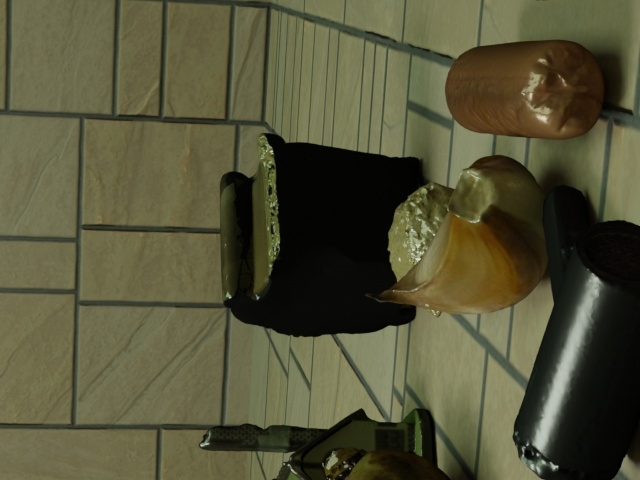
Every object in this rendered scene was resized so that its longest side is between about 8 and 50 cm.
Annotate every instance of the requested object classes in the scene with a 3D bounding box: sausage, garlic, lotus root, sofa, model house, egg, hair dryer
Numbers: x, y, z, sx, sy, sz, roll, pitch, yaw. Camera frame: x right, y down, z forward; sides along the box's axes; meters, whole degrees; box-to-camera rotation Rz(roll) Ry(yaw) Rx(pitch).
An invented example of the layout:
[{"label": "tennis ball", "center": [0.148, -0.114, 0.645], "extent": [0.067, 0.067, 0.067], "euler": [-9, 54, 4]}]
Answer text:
[{"label": "sausage", "center": [0.176, -0.135, 1.211], "extent": [0.289, 0.086, 0.086], "euler": [-145, 57, -79]}, {"label": "garlic", "center": [0.152, 0.009, 1.252], "extent": [0.128, 0.115, 0.207], "euler": [-41, -10, -39]}, {"label": "lotus root", "center": [0.097, 0.329, 1.436], "extent": [0.314, 0.141, 0.169], "euler": [-125, 34, -58]}, {"label": "sofa", "center": [0.000, 0.000, 1.711], "extent": [0.182, 0.258, 0.200], "euler": [137, 135, -57]}, {"label": "model house", "center": [-0.012, 0.323, 1.663], "extent": [0.205, 0.278, 0.218], "euler": [111, 160, -66]}, {"label": "egg", "center": [0.125, 0.007, 1.389], "extent": [0.140, 0.116, 0.118], "euler": [82, -160, -45]}, {"label": "hair dryer", "center": [0.203, 0.038, 1.068], "extent": [0.251, 0.089, 0.197], "euler": [-91, 8, -53]}]
